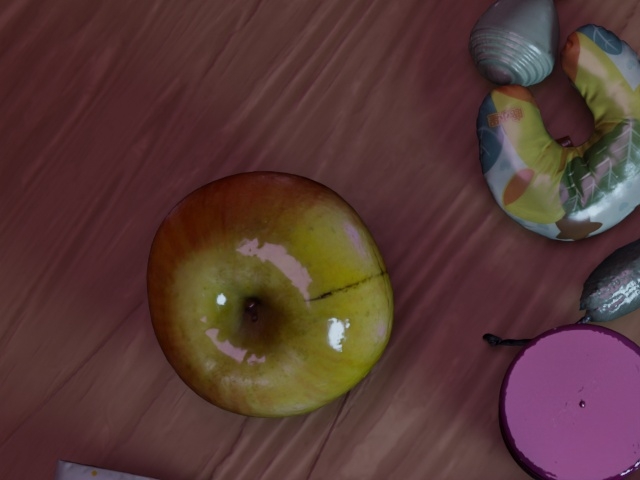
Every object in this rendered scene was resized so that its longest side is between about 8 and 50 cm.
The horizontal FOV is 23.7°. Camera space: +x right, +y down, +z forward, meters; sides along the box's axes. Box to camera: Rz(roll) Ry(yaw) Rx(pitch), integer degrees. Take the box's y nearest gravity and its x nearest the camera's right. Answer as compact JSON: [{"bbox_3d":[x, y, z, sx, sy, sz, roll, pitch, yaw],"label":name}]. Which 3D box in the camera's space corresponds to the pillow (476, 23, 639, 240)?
[{"bbox_3d":[0.295,-0.115,1.763,0.233,0.086,0.214,-34,95,1],"label":"pillow"}]

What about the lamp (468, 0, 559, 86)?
[{"bbox_3d":[0.249,-0.267,1.812,0.106,0.106,0.193,26,74,11],"label":"lamp"}]

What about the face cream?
[{"bbox_3d":[0.282,0.187,1.669,0.175,0.195,0.175,-1,80,6],"label":"face cream"}]

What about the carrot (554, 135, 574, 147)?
[{"bbox_3d":[0.255,-0.099,1.810,0.093,0.032,0.032,-21,77,-2],"label":"carrot"}]

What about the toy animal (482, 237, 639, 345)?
[{"bbox_3d":[0.309,0.070,1.747,0.253,0.079,0.070,-33,83,2],"label":"toy animal"}]

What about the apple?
[{"bbox_3d":[-0.053,0.058,1.707,0.286,0.233,0.286,2,98,13],"label":"apple"}]

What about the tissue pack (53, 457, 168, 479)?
[{"bbox_3d":[-0.224,0.378,1.738,0.185,0.124,0.225,9,80,11],"label":"tissue pack"}]
